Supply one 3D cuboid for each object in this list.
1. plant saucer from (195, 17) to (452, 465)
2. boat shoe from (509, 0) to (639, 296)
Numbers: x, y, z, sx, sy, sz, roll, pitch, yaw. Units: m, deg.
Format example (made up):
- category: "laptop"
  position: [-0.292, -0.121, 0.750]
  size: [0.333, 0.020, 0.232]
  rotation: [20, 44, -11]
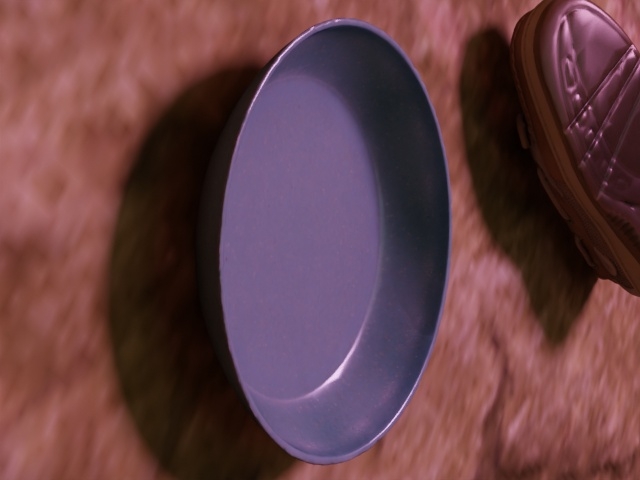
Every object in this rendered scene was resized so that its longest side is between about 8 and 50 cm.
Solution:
- category: "plant saucer"
  position: [0.000, 0.000, 0.373]
  size: [0.119, 0.021, 0.119]
  rotation: [-10, 102, -57]
- category: "boat shoe"
  position: [0.103, -0.031, 0.522]
  size: [0.153, 0.048, 0.056]
  rotation: [49, 65, -40]
